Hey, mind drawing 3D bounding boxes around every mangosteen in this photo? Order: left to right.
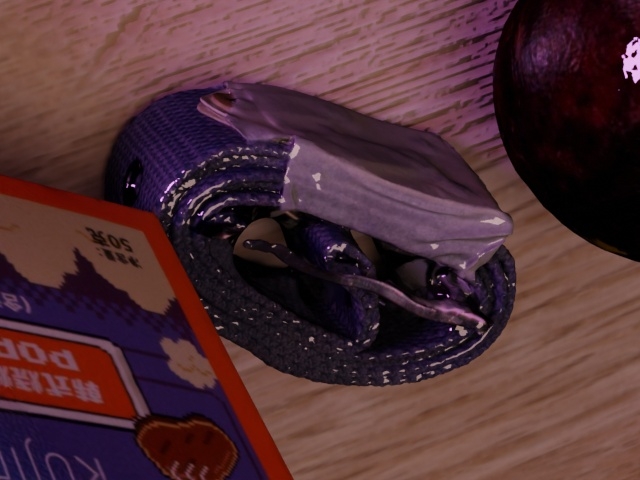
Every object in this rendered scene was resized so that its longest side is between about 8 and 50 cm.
[{"bbox_3d":[0.199,-0.115,1.075,0.228,0.228,0.265,-20,78,-16],"label":"mangosteen"}]

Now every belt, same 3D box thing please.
[{"bbox_3d":[0.000,0.000,1.067,0.231,0.126,0.139,19,105,-29],"label":"belt"}]

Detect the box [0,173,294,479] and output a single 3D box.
[{"bbox_3d":[-0.240,0.147,0.855,0.349,0.257,0.318,16,125,-45],"label":"box"}]
